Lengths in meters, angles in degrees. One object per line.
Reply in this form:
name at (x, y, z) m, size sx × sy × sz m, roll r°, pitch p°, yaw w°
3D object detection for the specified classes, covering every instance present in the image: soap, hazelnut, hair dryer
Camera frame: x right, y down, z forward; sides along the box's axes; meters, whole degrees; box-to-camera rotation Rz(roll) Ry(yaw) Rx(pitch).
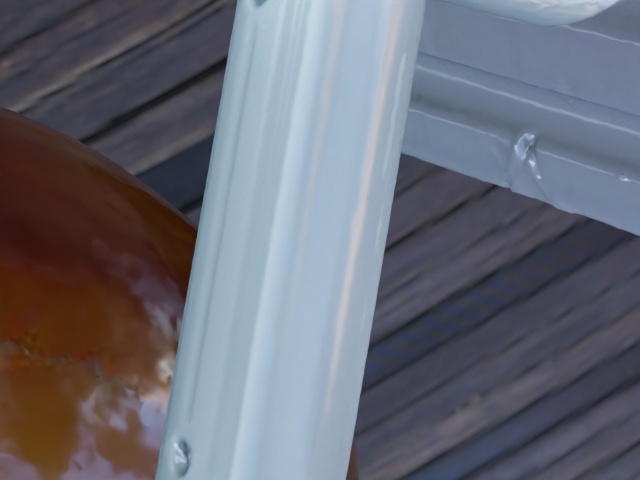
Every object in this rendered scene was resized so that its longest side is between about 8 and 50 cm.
soap at (0.188, -0.199, 1.047) m, size 0.213 × 0.435 × 0.350 m, roll -38°, pitch 128°, yaw -30°
hazelnut at (-0.169, 0.096, 0.693) m, size 0.366 × 0.366 × 0.366 m, roll -15°, pitch 134°, yaw -16°
hair dryer at (0.000, 0.000, 0.445) m, size 0.173 × 0.107 × 0.357 m, roll 8°, pitch 94°, yaw -37°
